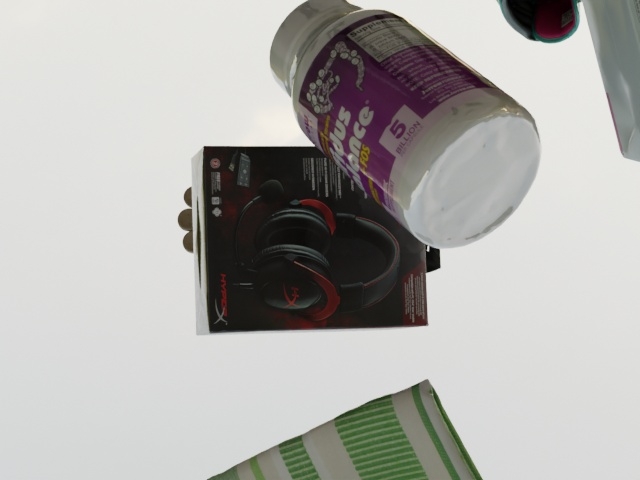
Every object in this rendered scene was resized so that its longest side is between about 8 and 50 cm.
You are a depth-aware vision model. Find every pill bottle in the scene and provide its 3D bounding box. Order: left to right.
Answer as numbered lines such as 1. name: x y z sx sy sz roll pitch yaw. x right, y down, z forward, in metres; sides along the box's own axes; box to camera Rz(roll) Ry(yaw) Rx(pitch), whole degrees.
1. pill bottle: 0.074 -0.136 1.378 0.169 0.169 0.301 -37 -132 -9

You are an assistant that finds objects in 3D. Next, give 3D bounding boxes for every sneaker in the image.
1. sneaker: 0.361 -0.368 1.938 0.124 0.295 0.178 129 -42 -51

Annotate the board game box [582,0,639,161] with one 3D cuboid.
1. board game box: 0.436 -0.235 1.386 0.303 0.224 0.097 -22 -162 -15

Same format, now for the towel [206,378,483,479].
1. towel: 0.046 0.324 1.525 0.324 0.248 0.038 -30 175 28

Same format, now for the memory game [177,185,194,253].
1. memory game: -0.129 -0.032 2.055 0.186 0.012 0.186 -1 -109 2

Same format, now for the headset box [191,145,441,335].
1. headset box: 0.000 0.000 1.575 0.293 0.218 0.110 0 175 -14
